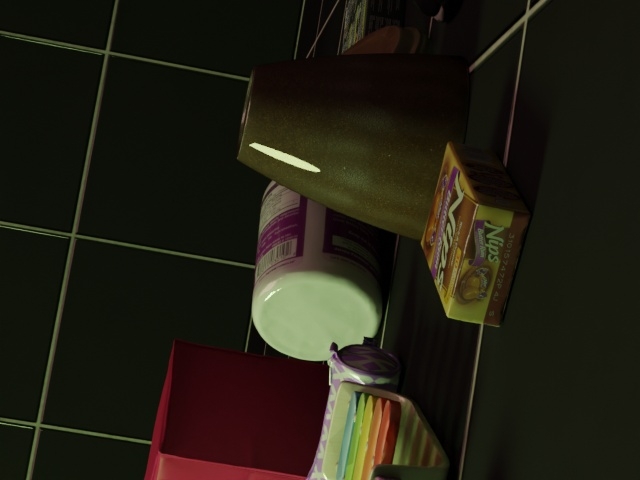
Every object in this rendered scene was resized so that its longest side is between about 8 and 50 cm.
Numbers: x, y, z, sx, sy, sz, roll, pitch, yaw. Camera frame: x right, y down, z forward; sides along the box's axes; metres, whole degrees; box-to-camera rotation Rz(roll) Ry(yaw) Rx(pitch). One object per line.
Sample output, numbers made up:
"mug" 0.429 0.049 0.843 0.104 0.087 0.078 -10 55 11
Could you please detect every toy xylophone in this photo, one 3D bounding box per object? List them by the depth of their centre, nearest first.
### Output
"toy xylophone" 0.057 0.265 1.417 0.323 0.081 0.236 -170 90 -83

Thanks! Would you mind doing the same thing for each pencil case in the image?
"pencil case" 0.034 0.219 1.647 0.086 0.088 0.206 -97 17 -74

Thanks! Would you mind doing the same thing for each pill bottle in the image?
"pill bottle" 0.000 0.000 1.902 0.301 0.169 0.169 -86 9 -46

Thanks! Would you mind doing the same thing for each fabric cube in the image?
"fabric cube" -0.117 0.331 2.000 0.254 0.259 0.258 -88 11 -56

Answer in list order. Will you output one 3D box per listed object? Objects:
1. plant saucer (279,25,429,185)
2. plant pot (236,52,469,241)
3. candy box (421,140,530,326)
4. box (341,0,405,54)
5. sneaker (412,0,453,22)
"plant saucer" 0.028 -0.184 1.864 0.278 0.041 0.278 -41 18 17
"plant pot" 0.027 -0.124 1.602 0.215 0.230 0.215 -169 90 -83
"candy box" 0.137 -0.010 1.289 0.186 0.053 0.109 -103 25 -69
"box" 0.076 -0.304 2.176 0.216 0.060 0.270 114 164 -61
"sneaker" 0.100 -0.346 1.770 0.283 0.124 0.107 -99 19 -69
